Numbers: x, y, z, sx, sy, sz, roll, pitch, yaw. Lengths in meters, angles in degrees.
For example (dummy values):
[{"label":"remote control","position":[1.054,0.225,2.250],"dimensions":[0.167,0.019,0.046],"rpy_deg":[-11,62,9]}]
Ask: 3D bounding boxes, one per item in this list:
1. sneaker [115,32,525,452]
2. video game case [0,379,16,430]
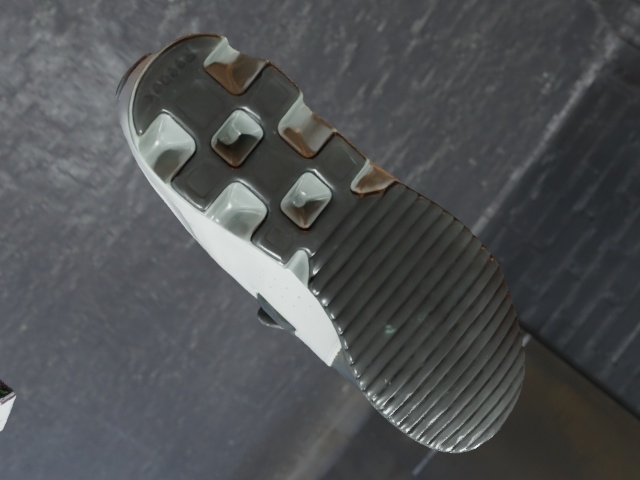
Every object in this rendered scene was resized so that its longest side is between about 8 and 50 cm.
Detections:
[{"label":"sneaker","position":[0.000,0.000,0.821],"dimensions":[0.122,0.146,0.330],"rpy_deg":[-46,107,-12]},{"label":"video game case","position":[-0.331,0.075,0.729],"dimensions":[0.210,0.232,0.042],"rpy_deg":[-35,157,-53]}]
